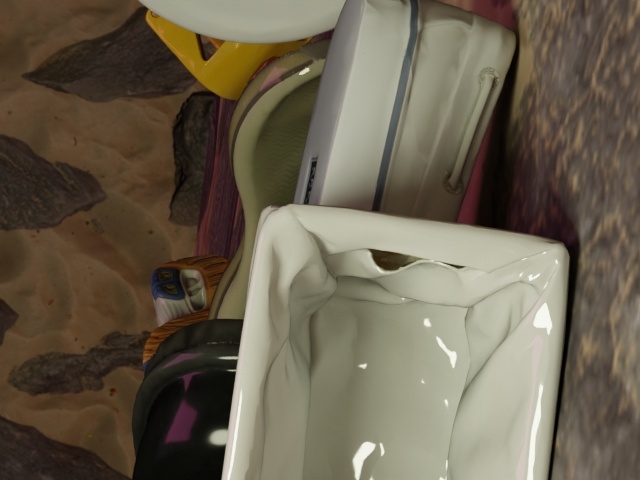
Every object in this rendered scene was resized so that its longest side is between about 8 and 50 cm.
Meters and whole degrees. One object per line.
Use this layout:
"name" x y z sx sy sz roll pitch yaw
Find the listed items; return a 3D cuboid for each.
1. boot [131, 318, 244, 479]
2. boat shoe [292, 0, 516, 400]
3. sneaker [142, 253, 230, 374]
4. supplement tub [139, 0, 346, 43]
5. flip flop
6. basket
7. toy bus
"boot" -0.039 0.236 0.884 0.260 0.131 0.348 -81 -8 -48
"boat shoe" 0.027 0.024 0.779 0.095 0.084 0.258 -132 54 -76
"sneaker" -0.107 0.125 1.776 0.296 0.112 0.131 -93 -4 -67
"supplement tub" -0.033 -0.296 1.143 0.193 0.193 0.316 107 168 -55
"flip flop" 0.000 0.000 1.008 0.080 0.112 0.277 57 144 37
"basket" 0.022 0.073 0.682 0.103 0.113 0.167 -146 64 -86
"toy bus" -0.025 -0.193 1.325 0.104 0.191 0.202 49 156 15
